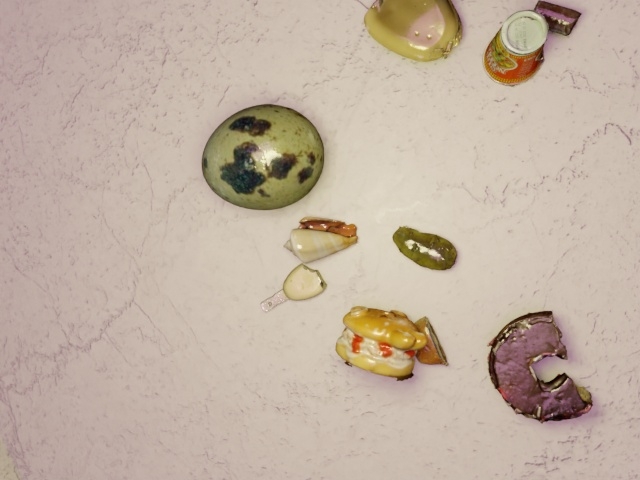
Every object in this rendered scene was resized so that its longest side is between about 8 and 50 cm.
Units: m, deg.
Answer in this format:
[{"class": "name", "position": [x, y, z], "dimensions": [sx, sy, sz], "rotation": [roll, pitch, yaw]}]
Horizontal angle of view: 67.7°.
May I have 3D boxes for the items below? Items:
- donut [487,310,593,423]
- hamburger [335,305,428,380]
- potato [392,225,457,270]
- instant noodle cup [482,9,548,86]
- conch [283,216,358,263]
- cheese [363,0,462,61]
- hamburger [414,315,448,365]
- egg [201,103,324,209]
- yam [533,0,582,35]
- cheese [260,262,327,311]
[{"class": "donut", "position": [0.669, 0.408, 1.508], "dimensions": [0.259, 0.136, 0.345], "rotation": [-25, 84, 14]}, {"class": "hamburger", "position": [0.199, 0.316, 1.528], "dimensions": [0.261, 0.303, 0.186], "rotation": [12, 98, -19]}, {"class": "potato", "position": [0.346, 0.025, 1.595], "dimensions": [0.226, 0.090, 0.117], "rotation": [25, 81, 14]}, {"class": "instant noodle cup", "position": [0.608, -0.597, 1.465], "dimensions": [0.193, 0.212, 0.193], "rotation": [0, 91, 12]}, {"class": "conch", "position": [-0.003, 0.006, 1.676], "dimensions": [0.255, 0.127, 0.158], "rotation": [1, 60, -9]}, {"class": "cheese", "position": [0.325, -0.725, 1.578], "dimensions": [0.316, 0.128, 0.259], "rotation": [42, 107, 15]}, {"class": "hamburger", "position": [0.348, 0.353, 1.601], "dimensions": [0.102, 0.087, 0.176], "rotation": [-26, 88, 10]}, {"class": "egg", "position": [-0.196, -0.271, 1.585], "dimensions": [0.428, 0.345, 0.345], "rotation": [-2, 90, 23]}, {"class": "yam", "position": [0.736, -0.701, 1.504], "dimensions": [0.141, 0.079, 0.079], "rotation": [26, 96, 12]}, {"class": "cheese", "position": [-0.108, 0.178, 1.720], "dimensions": [0.255, 0.050, 0.127], "rotation": [-30, 85, 11]}]
